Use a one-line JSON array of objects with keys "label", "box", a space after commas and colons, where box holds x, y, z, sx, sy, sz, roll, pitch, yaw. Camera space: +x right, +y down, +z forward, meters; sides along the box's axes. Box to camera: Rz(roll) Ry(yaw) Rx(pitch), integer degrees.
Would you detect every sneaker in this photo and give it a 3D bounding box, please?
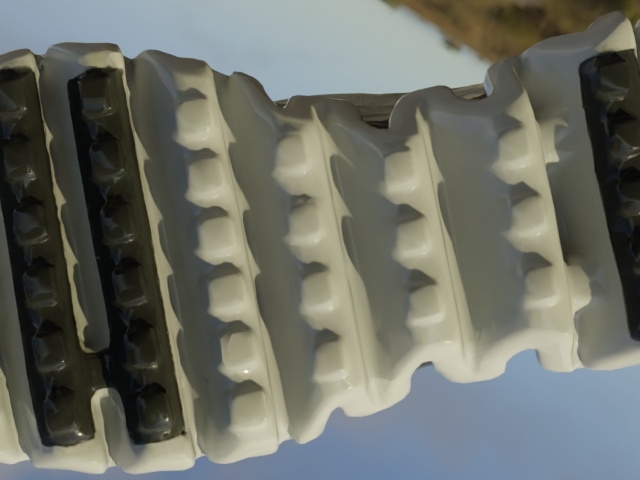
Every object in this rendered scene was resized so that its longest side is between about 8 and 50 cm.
[{"label": "sneaker", "box": [0.000, 0.000, 0.420, 0.292, 0.110, 0.118, -4, 179, -1]}]
